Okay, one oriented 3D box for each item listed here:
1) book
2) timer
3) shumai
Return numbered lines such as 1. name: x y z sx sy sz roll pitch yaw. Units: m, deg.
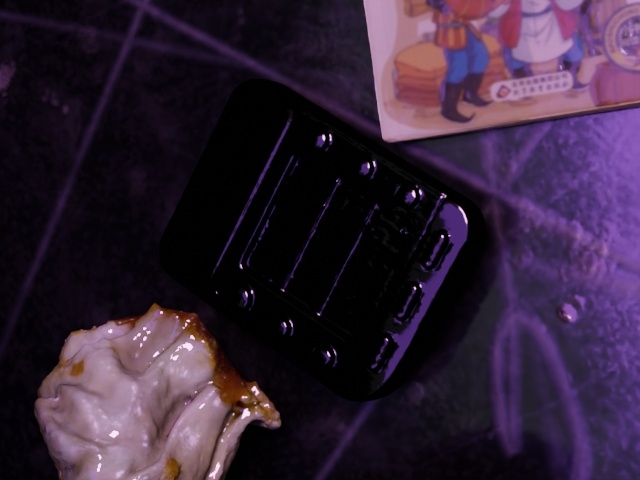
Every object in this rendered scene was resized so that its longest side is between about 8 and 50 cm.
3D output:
1. book: 0.113 -0.201 1.021 0.202 0.027 0.264 -7 90 26
2. timer: 0.000 0.000 1.076 0.187 0.055 0.144 34 105 24
3. shumai: -0.097 0.130 1.109 0.142 0.184 0.184 -28 80 -6
